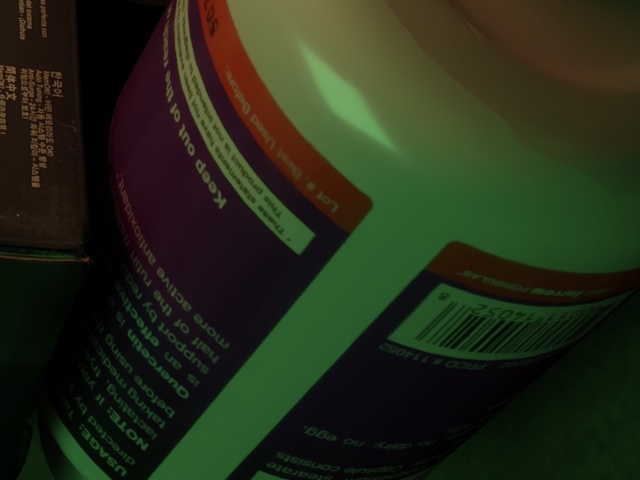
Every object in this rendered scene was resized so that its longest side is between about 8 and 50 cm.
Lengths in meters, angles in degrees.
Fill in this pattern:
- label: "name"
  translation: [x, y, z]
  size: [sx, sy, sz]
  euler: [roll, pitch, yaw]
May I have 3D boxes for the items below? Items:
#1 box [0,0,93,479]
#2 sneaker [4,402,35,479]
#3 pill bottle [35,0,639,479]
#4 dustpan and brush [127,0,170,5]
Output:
- label: "box"
  translation: [-0.189, -0.061, 0.671]
  size: [0.318, 0.097, 0.395]
  euler: [118, 150, -47]
- label: "sneaker"
  translation: [-0.270, 0.054, 0.984]
  size: [0.283, 0.110, 0.122]
  euler: [52, 157, 22]
- label: "pill bottle"
  translation: [0.000, 0.000, 0.560]
  size: [0.181, 0.181, 0.323]
  euler: [55, 140, 14]
- label: "dustpan and brush"
  translation: [-0.099, -0.155, 0.691]
  size: [0.211, 0.060, 0.147]
  euler: [-30, 85, 60]
